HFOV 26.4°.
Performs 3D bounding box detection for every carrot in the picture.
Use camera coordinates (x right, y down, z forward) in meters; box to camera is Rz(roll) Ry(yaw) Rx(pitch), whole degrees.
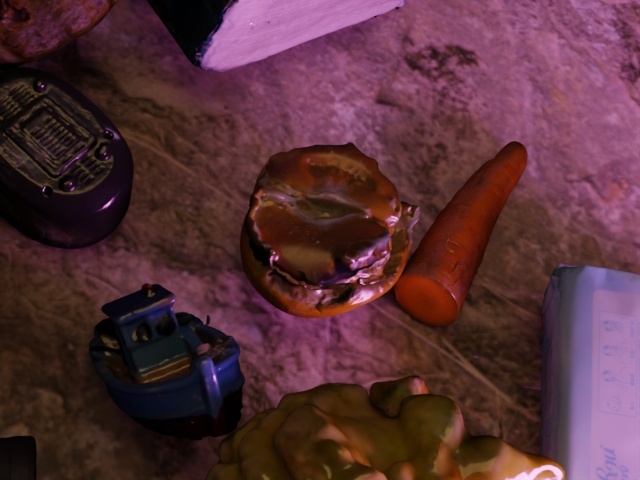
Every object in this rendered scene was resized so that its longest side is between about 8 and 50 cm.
[{"bbox_3d":[0.135,-0.019,1.204,0.061,0.061,0.209,30,55,6],"label":"carrot"}]

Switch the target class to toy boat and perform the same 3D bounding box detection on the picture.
[{"bbox_3d":[-0.114,0.080,1.004,0.100,0.223,0.097,-21,103,-20],"label":"toy boat"}]

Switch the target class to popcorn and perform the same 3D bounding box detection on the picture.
[{"bbox_3d":[0.043,0.218,0.955,0.258,0.224,0.270,1,50,-18],"label":"popcorn"}]

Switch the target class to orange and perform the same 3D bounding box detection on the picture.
[{"bbox_3d":[0.000,0.000,1.129,0.170,0.112,0.160,-3,47,-37],"label":"orange"}]

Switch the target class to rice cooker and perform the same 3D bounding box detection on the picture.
[{"bbox_3d":[-0.228,-0.070,1.125,0.165,0.106,0.112,42,65,0],"label":"rice cooker"}]

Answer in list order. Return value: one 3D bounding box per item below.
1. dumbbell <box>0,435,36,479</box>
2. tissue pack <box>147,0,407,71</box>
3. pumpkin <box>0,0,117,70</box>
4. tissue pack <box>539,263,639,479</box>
[{"bbox_3d":[-0.284,0.209,0.936,0.325,0.143,0.143,-1,62,-12],"label":"dumbbell"},{"bbox_3d":[-0.090,-0.395,1.233,0.264,0.253,0.416,-23,69,-35],"label":"tissue pack"},{"bbox_3d":[-0.326,-0.251,1.161,0.232,0.242,0.325,-41,55,1],"label":"pumpkin"},{"bbox_3d":[0.264,0.160,1.109,0.177,0.089,0.263,9,62,-5],"label":"tissue pack"}]
